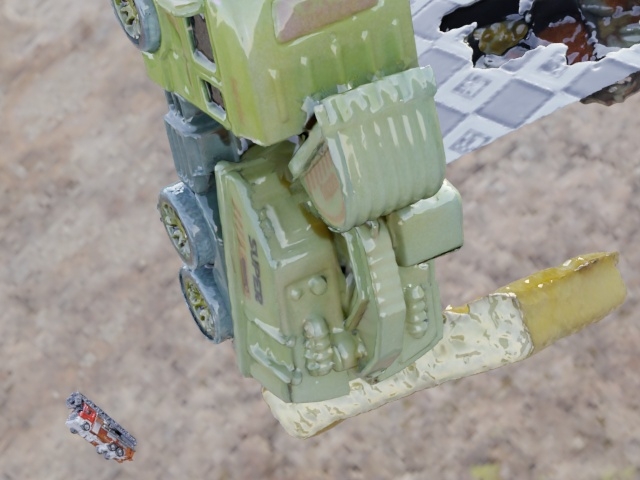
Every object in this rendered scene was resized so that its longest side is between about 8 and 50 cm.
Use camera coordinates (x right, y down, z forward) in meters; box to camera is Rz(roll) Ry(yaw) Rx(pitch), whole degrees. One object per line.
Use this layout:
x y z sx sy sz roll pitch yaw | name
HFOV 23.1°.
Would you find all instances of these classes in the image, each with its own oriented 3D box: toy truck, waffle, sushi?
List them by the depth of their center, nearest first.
-0.003 -0.025 0.549 0.085 0.191 0.116 -24 35 -21 | toy truck
0.100 0.084 1.244 0.274 0.168 0.057 -25 84 38 | waffle
-0.201 0.171 1.419 0.024 0.083 0.032 -15 43 43 | toy truck
0.197 -0.183 1.485 0.292 0.059 0.294 -24 39 4 | sushi
